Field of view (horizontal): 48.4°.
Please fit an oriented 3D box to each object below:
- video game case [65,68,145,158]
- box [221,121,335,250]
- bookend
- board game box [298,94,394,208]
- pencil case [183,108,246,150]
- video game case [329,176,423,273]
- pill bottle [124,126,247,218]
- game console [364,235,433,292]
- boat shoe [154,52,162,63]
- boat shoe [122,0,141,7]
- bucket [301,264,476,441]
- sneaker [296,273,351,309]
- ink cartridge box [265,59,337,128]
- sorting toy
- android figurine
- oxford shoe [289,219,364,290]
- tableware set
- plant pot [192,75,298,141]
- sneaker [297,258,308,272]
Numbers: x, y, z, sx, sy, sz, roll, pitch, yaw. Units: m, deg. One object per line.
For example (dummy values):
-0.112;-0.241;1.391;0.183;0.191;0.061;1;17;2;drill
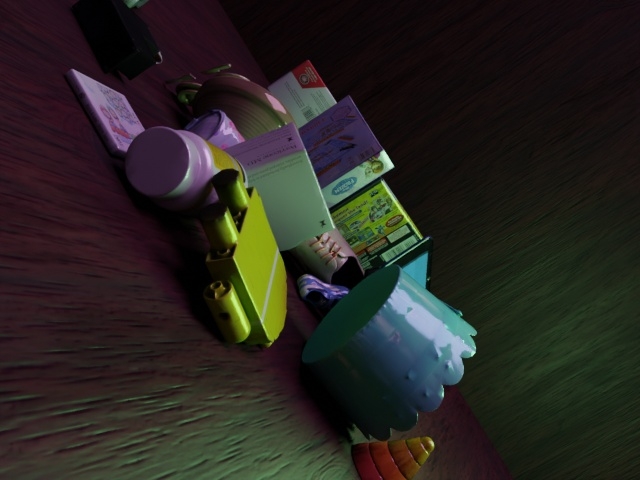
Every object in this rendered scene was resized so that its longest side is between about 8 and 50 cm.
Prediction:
-0.308;-0.180;1.085;0.143;0.019;0.157;58;9;9;video game case
-0.092;-0.084;1.271;0.119;0.181;0.182;-113;-178;-54;box
-0.350;-0.351;1.292;0.156;0.072;0.157;61;9;17;bookend
-0.006;-0.198;1.813;0.066;0.319;0.318;52;11;-37;board game box
-0.160;-0.121;1.378;0.124;0.113;0.273;12;-31;50;pencil case
0.100;-0.003;1.825;0.248;0.275;0.035;52;13;-28;video game case
-0.197;-0.097;1.068;0.119;0.119;0.208;59;9;13;pill bottle
0.189;0.180;1.581;0.293;0.173;0.250;84;-3;-46;game console
-0.370;-0.413;1.531;0.035;0.035;0.100;58;2;23;boat shoe
-0.434;-0.605;1.693;0.076;0.083;0.226;55;10;-18;boat shoe
0.113;0.188;1.260;0.183;0.281;0.281;46;10;-9;bucket
0.016;0.124;1.540;0.144;0.053;0.059;19;31;-16;sneaker
-0.090;-0.366;2.110;0.197;0.273;0.114;58;5;9;ink cartridge box
0.184;0.461;1.137;0.127;0.126;0.365;44;15;-55;sorting toy
-0.107;0.039;1.044;0.248;0.056;0.273;-82;161;-49;android figurine
0.000;0.000;1.584;0.397;0.140;0.146;51;-15;-30;oxford shoe
-0.231;-0.314;1.535;0.128;0.194;0.039;30;62;-51;tableware set
-0.173;-0.218;1.486;0.237;0.237;0.109;51;51;-35;plant pot
-0.005;0.034;1.718;0.208;0.094;0.081;53;8;-32;sneaker
